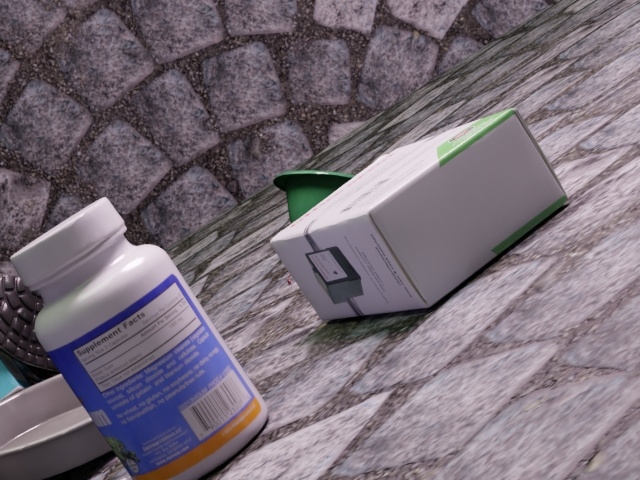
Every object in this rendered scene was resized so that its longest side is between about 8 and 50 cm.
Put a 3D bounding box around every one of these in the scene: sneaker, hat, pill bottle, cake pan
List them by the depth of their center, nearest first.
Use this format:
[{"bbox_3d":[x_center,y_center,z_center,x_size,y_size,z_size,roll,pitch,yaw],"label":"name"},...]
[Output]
[{"bbox_3d":[-0.182,0.100,1.519,0.152,0.272,0.152,-33,7,5],"label":"pill bottle"},{"bbox_3d":[-0.320,0.224,1.921,0.293,0.054,0.293,-19,11,4],"label":"cake pan"},{"bbox_3d":[-0.386,0.147,2.127,0.124,0.283,0.107,-20,44,46],"label":"sneaker"},{"bbox_3d":[0.000,0.000,2.343,0.209,0.183,0.173,12,-13,-34],"label":"hat"}]

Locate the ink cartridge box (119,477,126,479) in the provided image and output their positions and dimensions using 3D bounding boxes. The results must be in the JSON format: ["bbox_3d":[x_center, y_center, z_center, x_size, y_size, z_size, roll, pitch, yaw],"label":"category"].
[{"bbox_3d":[-0.204,0.278,1.270,0.115,0.067,0.198,-31,9,11],"label":"ink cartridge box"}]

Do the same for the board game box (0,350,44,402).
[{"bbox_3d":[-0.536,0.288,2.163,0.336,0.079,0.254,-38,-12,-1],"label":"board game box"}]

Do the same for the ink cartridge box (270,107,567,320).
[{"bbox_3d":[0.099,-0.022,1.697,0.211,0.121,0.289,-36,8,-21],"label":"ink cartridge box"}]
